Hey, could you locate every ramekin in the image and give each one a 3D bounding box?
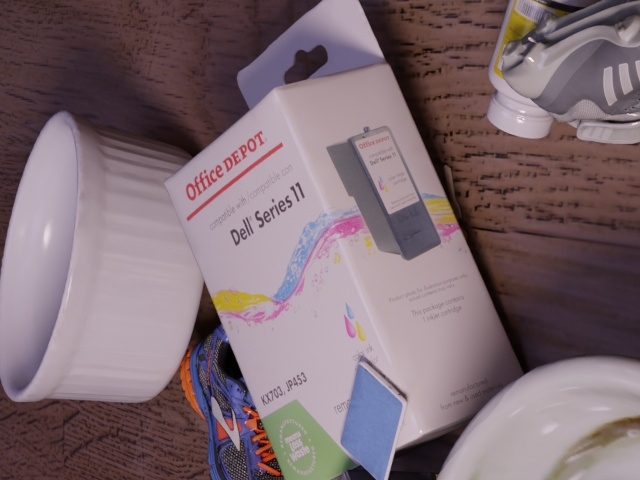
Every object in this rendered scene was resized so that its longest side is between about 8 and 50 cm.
[{"bbox_3d":[-0.207,0.024,1.838,0.277,0.135,0.277,-170,90,-68],"label":"ramekin"}]

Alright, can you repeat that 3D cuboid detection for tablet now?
[{"bbox_3d":[0.039,0.133,1.416,0.054,0.006,0.083,42,136,35],"label":"tablet"}]

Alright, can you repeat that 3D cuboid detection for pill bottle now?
[{"bbox_3d":[0.155,-0.133,1.366,0.065,0.065,0.116,48,132,44],"label":"pill bottle"}]

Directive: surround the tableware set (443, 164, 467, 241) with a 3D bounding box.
[{"bbox_3d":[0.066,0.009,1.561,0.154,0.024,0.104,-30,69,55],"label":"tableware set"}]

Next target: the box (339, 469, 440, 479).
[{"bbox_3d":[0.061,0.317,1.468,0.163,0.142,0.247,-113,35,-48],"label":"box"}]

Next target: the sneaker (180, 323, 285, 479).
[{"bbox_3d":[-0.061,0.160,1.729,0.221,0.083,0.087,60,137,32],"label":"sneaker"}]

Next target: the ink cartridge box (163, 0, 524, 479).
[{"bbox_3d":[0.000,0.000,1.520,0.207,0.119,0.353,-35,75,54],"label":"ink cartridge box"}]

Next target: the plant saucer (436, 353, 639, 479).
[{"bbox_3d":[0.203,0.268,1.175,0.400,0.101,0.400,-5,84,57],"label":"plant saucer"}]

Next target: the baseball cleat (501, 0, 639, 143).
[{"bbox_3d":[0.211,-0.119,1.258,0.206,0.109,0.072,-9,48,57],"label":"baseball cleat"}]
